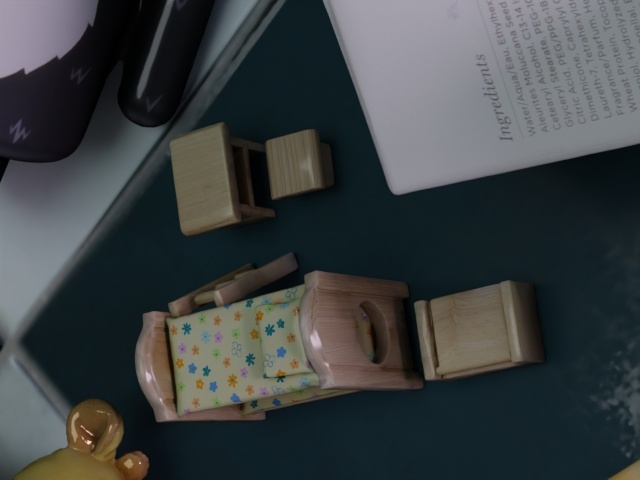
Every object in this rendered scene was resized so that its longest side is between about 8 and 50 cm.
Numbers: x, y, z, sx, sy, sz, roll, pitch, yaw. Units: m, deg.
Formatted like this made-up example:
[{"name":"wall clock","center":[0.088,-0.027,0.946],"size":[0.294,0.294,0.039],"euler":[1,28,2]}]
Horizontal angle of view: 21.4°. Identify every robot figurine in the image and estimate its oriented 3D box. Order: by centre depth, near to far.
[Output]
[{"name":"robot figurine","center":[-0.190,-0.151,0.961],"size":[0.173,0.209,0.278],"euler":[32,103,44]}]

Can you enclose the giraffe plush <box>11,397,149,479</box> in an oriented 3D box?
[{"name":"giraffe plush","center":[-0.174,0.180,0.942],"size":[0.170,0.210,0.181],"euler":[-12,122,17]}]

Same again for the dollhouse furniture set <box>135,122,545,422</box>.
[{"name":"dollhouse furniture set","center":[0.000,0.000,0.869],"size":[0.182,0.101,0.161],"euler":[-15,77,30]}]

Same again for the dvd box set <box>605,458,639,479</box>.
[{"name":"dvd box set","center":[0.262,0.116,0.567],"size":[0.420,0.062,0.308],"euler":[-35,29,15]}]

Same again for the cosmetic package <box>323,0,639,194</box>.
[{"name":"cosmetic package","center":[0.113,-0.128,0.755],"size":[0.183,0.151,0.151],"euler":[-12,105,30]}]
